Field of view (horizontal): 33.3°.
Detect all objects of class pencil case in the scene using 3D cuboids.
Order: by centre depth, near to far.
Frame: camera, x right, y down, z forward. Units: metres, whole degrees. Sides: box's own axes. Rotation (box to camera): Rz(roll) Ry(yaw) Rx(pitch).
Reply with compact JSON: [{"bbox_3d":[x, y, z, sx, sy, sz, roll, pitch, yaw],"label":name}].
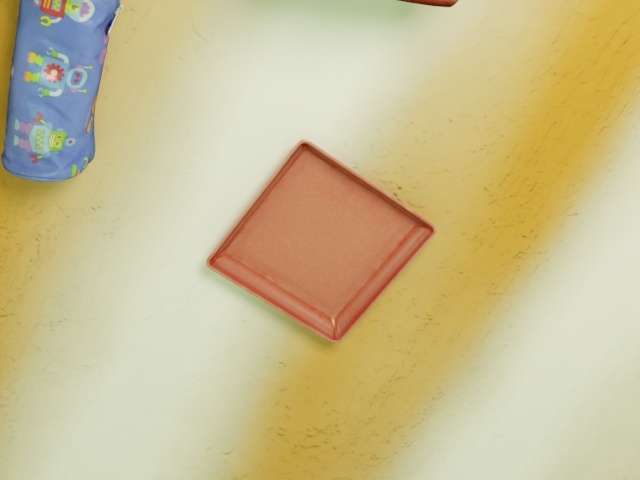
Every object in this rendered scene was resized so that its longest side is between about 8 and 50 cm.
[{"bbox_3d":[-0.354,-0.227,1.461,0.133,0.119,0.306,11,117,-10],"label":"pencil case"}]

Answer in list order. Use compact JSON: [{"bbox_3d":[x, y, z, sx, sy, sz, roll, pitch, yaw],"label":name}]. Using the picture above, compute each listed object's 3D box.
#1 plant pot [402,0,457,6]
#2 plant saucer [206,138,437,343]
[{"bbox_3d":[0.094,-0.436,1.304,0.235,0.267,0.267,23,115,-27],"label":"plant pot"},{"bbox_3d":[0.000,0.000,1.637,0.258,0.048,0.259,33,111,-18],"label":"plant saucer"}]
